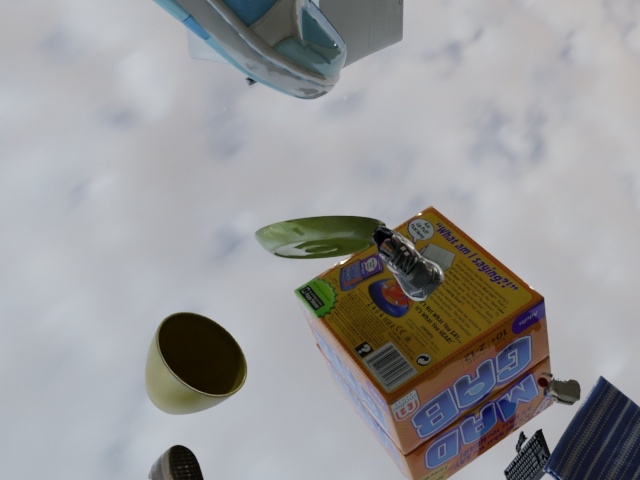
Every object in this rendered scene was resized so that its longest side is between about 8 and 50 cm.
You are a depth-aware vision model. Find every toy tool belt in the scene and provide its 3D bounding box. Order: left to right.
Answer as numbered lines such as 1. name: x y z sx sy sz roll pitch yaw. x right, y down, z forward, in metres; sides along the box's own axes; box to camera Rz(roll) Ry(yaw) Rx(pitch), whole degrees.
1. toy tool belt: 0.435 0.277 1.415 0.083 0.051 0.052 15 -113 3

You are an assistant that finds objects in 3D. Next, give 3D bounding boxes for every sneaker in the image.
1. sneaker: -0.166 0.347 0.927 0.066 0.071 0.188 18 -139 -39
2. sneaker: -0.034 -0.247 0.561 0.319 0.208 0.127 29 -154 -47
3. sneaker: 0.130 0.033 1.252 0.077 0.072 0.178 37 -176 -33

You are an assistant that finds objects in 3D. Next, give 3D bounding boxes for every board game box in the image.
1. board game box: 0.220 0.223 1.588 0.356 0.356 0.356 -31 -137 -12

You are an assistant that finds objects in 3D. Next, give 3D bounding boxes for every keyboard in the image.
1. keyboard: 0.428 0.461 1.605 0.023 0.180 0.108 3 -133 -14

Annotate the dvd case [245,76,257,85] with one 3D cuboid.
1. dvd case: -0.027 -0.319 1.307 0.221 0.164 0.018 -28 -79 0

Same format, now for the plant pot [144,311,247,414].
1. plant pot: -0.178 0.176 1.012 0.134 0.095 0.134 30 -150 -19

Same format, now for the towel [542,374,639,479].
1. towel: 0.591 0.432 1.371 0.336 0.040 0.243 39 -121 11

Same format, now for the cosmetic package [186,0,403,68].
1. cosmetic package: -0.034 -0.330 1.060 0.224 0.138 0.224 16 -145 29

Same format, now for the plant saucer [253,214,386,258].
1. plant saucer: 0.000 0.000 1.388 0.240 0.241 0.037 2 -102 -27
